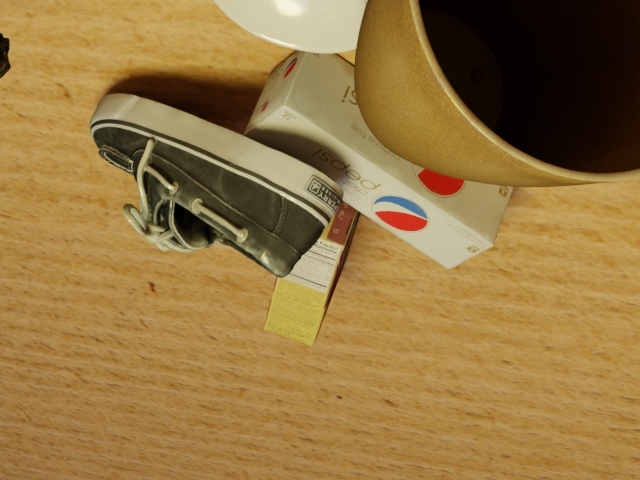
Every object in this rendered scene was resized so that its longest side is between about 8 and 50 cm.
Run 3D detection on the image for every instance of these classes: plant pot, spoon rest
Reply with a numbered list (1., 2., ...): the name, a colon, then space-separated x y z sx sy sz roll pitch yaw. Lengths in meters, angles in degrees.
1. plant pot: 0.123 -0.131 1.269 0.237 0.237 0.254 29 162 -12
2. spoon rest: -0.030 -0.221 1.328 0.137 0.084 0.276 12 147 16

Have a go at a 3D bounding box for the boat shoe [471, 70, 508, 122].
1. boat shoe: 0.140 -0.098 1.437 0.178 0.060 0.064 20 149 3

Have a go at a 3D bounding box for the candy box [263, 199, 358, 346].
1. candy box: 0.000 0.000 1.630 0.053 0.109 0.186 20 148 1

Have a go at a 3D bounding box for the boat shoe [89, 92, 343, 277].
1. boat shoe: -0.108 -0.039 1.557 0.306 0.105 0.113 23 169 43

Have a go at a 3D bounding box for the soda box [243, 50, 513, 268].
1. soda box: 0.050 -0.067 1.527 0.216 0.074 0.069 33 147 -18

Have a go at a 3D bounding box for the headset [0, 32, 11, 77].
1. headset: -0.350 -0.264 1.359 0.243 0.185 0.394 -6 128 39
